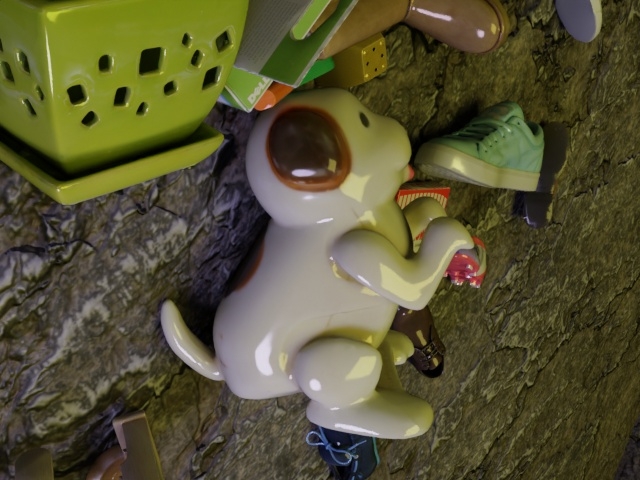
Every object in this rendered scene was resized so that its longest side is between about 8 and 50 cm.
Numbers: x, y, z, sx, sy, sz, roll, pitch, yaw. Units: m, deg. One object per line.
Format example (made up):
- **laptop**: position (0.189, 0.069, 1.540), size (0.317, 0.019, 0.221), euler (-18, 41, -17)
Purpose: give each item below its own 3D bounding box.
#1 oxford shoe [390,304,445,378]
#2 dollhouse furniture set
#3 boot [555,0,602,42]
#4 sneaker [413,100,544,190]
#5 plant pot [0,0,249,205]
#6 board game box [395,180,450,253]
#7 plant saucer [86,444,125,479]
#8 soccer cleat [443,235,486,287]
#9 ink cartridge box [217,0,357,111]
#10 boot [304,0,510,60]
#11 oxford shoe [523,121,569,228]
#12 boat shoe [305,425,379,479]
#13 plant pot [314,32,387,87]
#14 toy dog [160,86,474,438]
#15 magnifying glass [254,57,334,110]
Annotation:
- **oxford shoe**: position (0.182, 0.172, 1.578), size (0.083, 0.096, 0.227), euler (-37, 141, -4)
- **dollhouse furniture set**: position (-0.313, 0.334, 1.107), size (0.242, 0.161, 0.212), euler (-15, 125, -11)
- **boot**: position (0.483, -0.488, 1.599), size (0.123, 0.095, 0.258), euler (-43, 136, -16)
- **sneaker**: position (0.274, -0.169, 1.518), size (0.366, 0.135, 0.150), euler (-1, 103, -58)
- **plant pot**: position (-0.222, -0.172, 0.861), size (0.227, 0.228, 0.207), euler (-24, 132, -40)
- **board game box**: position (0.138, -0.002, 1.500), size (0.147, 0.045, 0.193), euler (-7, 114, -48)
- **plant saucer**: position (-0.278, 0.318, 1.213), size (0.083, 0.015, 0.083), euler (-25, 126, -39)
- **soccer cleat**: position (0.252, 0.023, 1.589), size (0.248, 0.083, 0.095), euler (35, 61, -70)
- **ink cartridge box**: position (-0.047, -0.233, 0.957), size (0.189, 0.255, 0.097), euler (-56, 141, -12)
- **boot**: position (0.078, -0.281, 1.152), size (0.269, 0.236, 0.089), euler (-31, 147, -39)
- **oxford shoe**: position (0.441, -0.133, 1.779), size (0.076, 0.076, 0.212), euler (-39, 142, -74)
- **boat shoe**: position (0.043, 0.353, 1.531), size (0.089, 0.109, 0.258), euler (-43, 135, -21)
- **plant pot**: position (0.045, -0.255, 1.229), size (0.081, 0.083, 0.081), euler (-35, 134, -32)
- **toy dog**: position (0.000, 0.000, 1.187), size (0.284, 0.395, 0.408), euler (-69, 164, -71)
- **magnifying glass**: position (-0.041, -0.196, 1.096), size (0.231, 0.092, 0.026), euler (-63, 136, -65)
